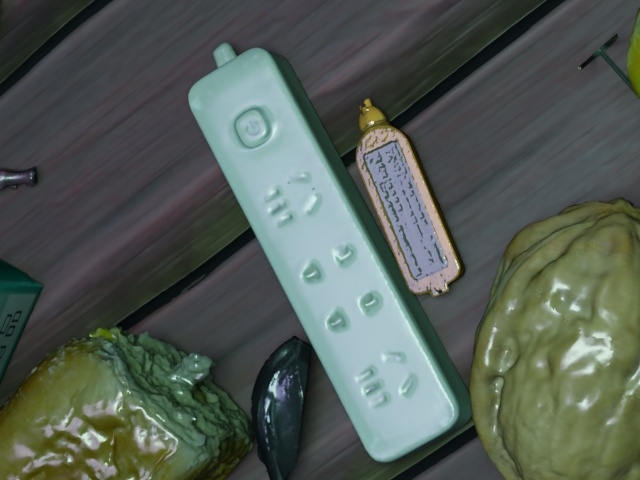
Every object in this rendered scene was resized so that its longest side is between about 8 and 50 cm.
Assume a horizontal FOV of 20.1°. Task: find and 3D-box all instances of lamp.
[{"bbox_3d":[0.260,-0.109,1.438,0.041,0.054,0.121,-43,83,14],"label":"lamp"}]

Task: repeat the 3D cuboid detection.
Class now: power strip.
[{"bbox_3d":[0.000,0.000,1.516,0.091,0.062,0.385,-30,80,13],"label":"power strip"},{"bbox_3d":[0.070,-0.037,1.509,0.049,0.028,0.178,-25,81,17],"label":"power strip"}]

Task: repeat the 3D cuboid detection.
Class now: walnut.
[{"bbox_3d":[0.206,0.090,1.372,0.198,0.198,0.245,20,100,19],"label":"walnut"}]

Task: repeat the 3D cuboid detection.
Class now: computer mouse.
[{"bbox_3d":[-0.036,0.145,1.516,0.047,0.079,0.135,6,101,1],"label":"computer mouse"}]

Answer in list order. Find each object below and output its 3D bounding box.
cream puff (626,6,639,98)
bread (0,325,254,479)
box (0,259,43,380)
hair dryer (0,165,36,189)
[{"bbox_3d":[0.351,-0.146,1.249,0.274,0.270,0.323,1,55,10],"label":"cream puff"},{"bbox_3d":[-0.185,0.174,1.508,0.176,0.195,0.246,46,101,8],"label":"bread"},{"bbox_3d":[-0.360,0.127,1.591,0.092,0.153,0.245,28,97,18],"label":"box"},{"bbox_3d":[-0.333,-0.061,1.637,0.154,0.054,0.106,2,123,-1],"label":"hair dryer"}]
